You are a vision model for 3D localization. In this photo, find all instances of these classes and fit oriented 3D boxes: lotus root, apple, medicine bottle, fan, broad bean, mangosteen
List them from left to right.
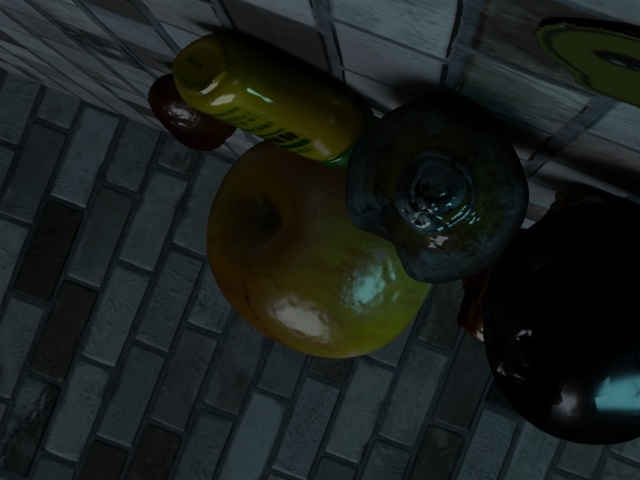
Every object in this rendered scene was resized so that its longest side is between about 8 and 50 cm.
[{"bbox_3d":[-0.157,-0.164,1.932,0.114,0.084,0.165,5,172,1],"label":"broad bean"},{"bbox_3d":[-0.001,-0.115,1.475,0.309,0.076,0.111,21,-179,-40],"label":"medicine bottle"},{"bbox_3d":[0.000,0.000,1.817,0.233,0.286,0.286,22,179,-39],"label":"apple"},{"bbox_3d":[0.103,-0.049,1.298,0.158,0.140,0.322,46,175,3],"label":"lotus root"},{"bbox_3d":[0.255,0.070,1.355,0.243,0.243,0.243,21,179,0],"label":"mangosteen"},{"bbox_3d":[0.247,-0.065,0.817,0.230,0.011,0.335,22,180,-32],"label":"fan"}]

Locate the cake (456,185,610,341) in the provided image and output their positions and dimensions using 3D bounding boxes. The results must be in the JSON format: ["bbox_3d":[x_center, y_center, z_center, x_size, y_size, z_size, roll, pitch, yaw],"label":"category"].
[{"bbox_3d":[0.284,0.057,1.571,0.293,0.198,0.196,25,-176,5],"label":"cake"}]
